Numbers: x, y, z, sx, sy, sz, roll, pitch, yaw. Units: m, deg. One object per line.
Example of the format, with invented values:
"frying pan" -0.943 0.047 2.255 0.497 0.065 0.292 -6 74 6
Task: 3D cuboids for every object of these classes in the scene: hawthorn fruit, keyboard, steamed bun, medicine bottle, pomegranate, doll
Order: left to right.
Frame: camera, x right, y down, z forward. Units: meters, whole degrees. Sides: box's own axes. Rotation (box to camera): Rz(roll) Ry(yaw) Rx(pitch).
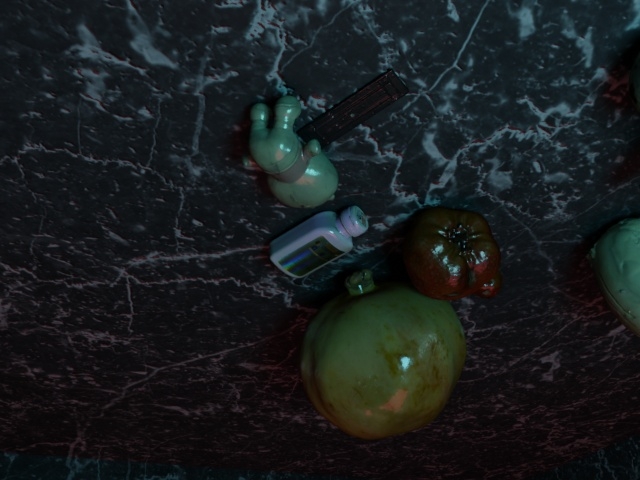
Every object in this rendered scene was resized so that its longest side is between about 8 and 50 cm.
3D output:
"doll" -0.052 -0.131 1.008 0.154 0.113 0.275 -2 146 21
"medicine bottle" 0.000 0.000 1.212 0.219 0.078 0.115 -30 135 27
"keyboard" 0.056 -0.228 0.987 0.204 0.013 0.061 -29 136 26
"pomegranate" 0.149 0.256 1.330 0.410 0.412 0.412 -4 142 -3
"hawthorn fruit" 0.270 0.047 1.233 0.207 0.208 0.243 2 154 -11
"hawthorn fruit" 0.413 0.102 1.408 0.092 0.093 0.093 -4 142 -3
"steamed bun" 0.801 0.107 1.284 0.333 0.312 0.233 -4 149 -1

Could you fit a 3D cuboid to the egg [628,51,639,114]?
"egg" 0.606 -0.284 0.877 0.169 0.169 0.231 22 122 -31
